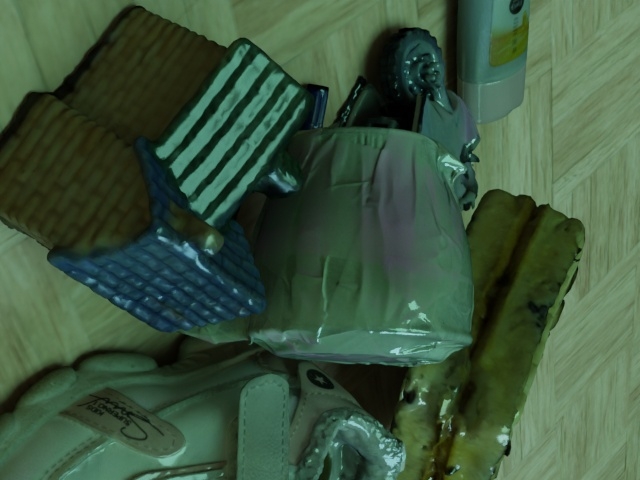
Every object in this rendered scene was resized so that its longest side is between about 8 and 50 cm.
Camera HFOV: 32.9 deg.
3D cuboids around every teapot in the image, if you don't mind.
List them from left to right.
[{"bbox_3d":[0.011,0.002,0.817,0.163,0.222,0.178,14,76,-43],"label":"teapot"}]

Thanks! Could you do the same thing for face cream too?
[{"bbox_3d":[0.161,-0.207,1.001,0.084,0.057,0.198,-34,134,-32],"label":"face cream"}]

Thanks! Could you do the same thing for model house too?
[{"bbox_3d":[-0.090,-0.037,0.715,0.182,0.172,0.166,-58,142,-7],"label":"model house"}]

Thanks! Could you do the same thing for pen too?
[{"bbox_3d":[-0.020,-0.034,0.921,0.025,0.025,0.204,-11,120,-46],"label":"pen"}]

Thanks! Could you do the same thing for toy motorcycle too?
[{"bbox_3d":[0.089,-0.046,0.974,0.239,0.108,0.204,-60,143,-3],"label":"toy motorcycle"}]

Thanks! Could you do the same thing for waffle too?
[{"bbox_3d":[0.140,0.167,1.041,0.376,0.114,0.261,96,16,-49],"label":"waffle"}]

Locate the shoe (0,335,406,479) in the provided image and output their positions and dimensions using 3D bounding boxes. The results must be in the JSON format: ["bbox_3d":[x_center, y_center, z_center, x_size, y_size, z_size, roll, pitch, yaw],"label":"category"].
[{"bbox_3d":[-0.094,0.179,0.823,0.351,0.198,0.171,-27,129,-40],"label":"shoe"}]
